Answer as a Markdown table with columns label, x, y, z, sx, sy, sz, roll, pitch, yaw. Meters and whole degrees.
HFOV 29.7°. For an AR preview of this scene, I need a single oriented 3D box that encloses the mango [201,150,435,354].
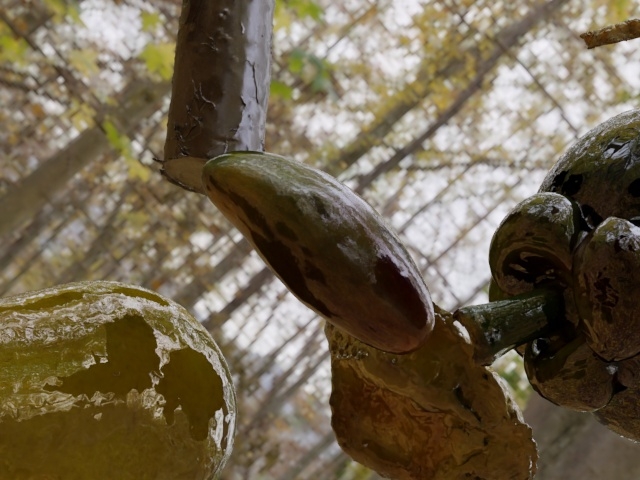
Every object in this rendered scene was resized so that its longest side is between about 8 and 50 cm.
| label | x | y | z | sx | sy | sz | roll | pitch | yaw |
| --- | --- | --- | --- | --- | --- | --- | --- | --- | --- |
| mango | 0.000 | 0.000 | 1.113 | 0.267 | 0.111 | 0.133 | 40 | 17 | 16 |

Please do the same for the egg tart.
| label | x | y | z | sx | sy | sz | roll | pitch | yaw |
| --- | --- | --- | --- | --- | --- | --- | --- | --- | --- |
| egg tart | 0.091 | 0.175 | 1.241 | 0.297 | 0.132 | 0.297 | 38 | -33 | 30 |

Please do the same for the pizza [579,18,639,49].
| label | x | y | z | sx | sy | sz | roll | pitch | yaw |
| --- | --- | --- | --- | --- | --- | --- | --- | --- | --- |
| pizza | 0.202 | -0.135 | 0.761 | 0.083 | 0.037 | 0.016 | -7 | -78 | 37 |

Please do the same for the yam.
| label | x | y | z | sx | sy | sz | roll | pitch | yaw |
| --- | --- | --- | --- | --- | --- | --- | --- | --- | --- |
| yam | -0.116 | -0.194 | 1.412 | 0.131 | 0.279 | 0.131 | 5 | -12 | 1 |

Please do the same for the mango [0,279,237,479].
| label | x | y | z | sx | sy | sz | roll | pitch | yaw |
| --- | --- | --- | --- | --- | --- | --- | --- | --- | --- |
| mango | -0.262 | 0.172 | 1.157 | 0.221 | 0.301 | 0.445 | 29 | 2 | 36 |

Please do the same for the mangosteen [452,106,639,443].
| label | x | y | z | sx | sy | sz | roll | pitch | yaw |
| --- | --- | --- | --- | --- | --- | --- | --- | --- | --- |
| mangosteen | 0.290 | 0.027 | 0.973 | 0.297 | 0.297 | 0.313 | 45 | 14 | 28 |
